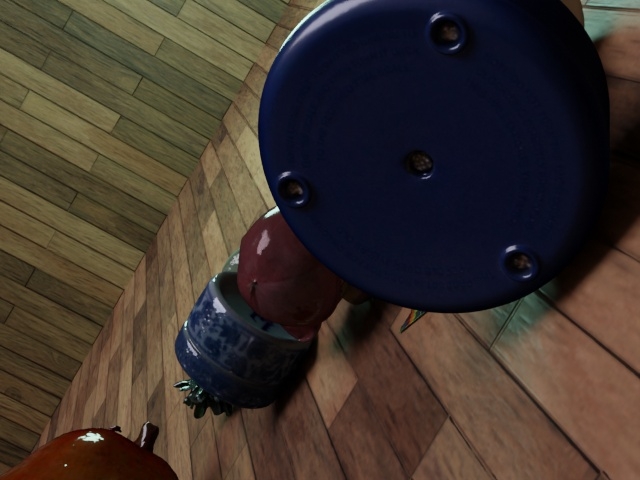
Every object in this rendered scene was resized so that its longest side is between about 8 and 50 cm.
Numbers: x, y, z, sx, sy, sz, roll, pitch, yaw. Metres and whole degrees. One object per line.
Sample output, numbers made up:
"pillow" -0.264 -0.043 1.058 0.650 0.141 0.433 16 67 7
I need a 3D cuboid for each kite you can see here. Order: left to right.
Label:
"kite" 0.110 0.042 1.178 0.122 0.004 0.090 -59 14 7

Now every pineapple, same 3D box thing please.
"pineapple" -0.130 0.143 1.686 0.103 0.083 0.221 -23 37 44

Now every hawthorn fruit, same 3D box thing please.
"hawthorn fruit" -0.293 0.371 1.444 0.295 0.295 0.311 -56 13 19

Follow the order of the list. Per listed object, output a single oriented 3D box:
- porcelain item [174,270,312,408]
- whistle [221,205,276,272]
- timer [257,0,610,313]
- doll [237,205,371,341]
"porcelain item" -0.094 0.123 1.462 0.114 0.147 0.147 -59 13 19
"whistle" -0.065 -0.002 1.782 0.236 0.077 0.114 -51 -17 14
"timer" 0.136 -0.141 1.039 0.270 0.270 0.383 -51 1 35
"doll" 0.003 0.001 1.348 0.256 0.152 0.196 -53 -29 -46
